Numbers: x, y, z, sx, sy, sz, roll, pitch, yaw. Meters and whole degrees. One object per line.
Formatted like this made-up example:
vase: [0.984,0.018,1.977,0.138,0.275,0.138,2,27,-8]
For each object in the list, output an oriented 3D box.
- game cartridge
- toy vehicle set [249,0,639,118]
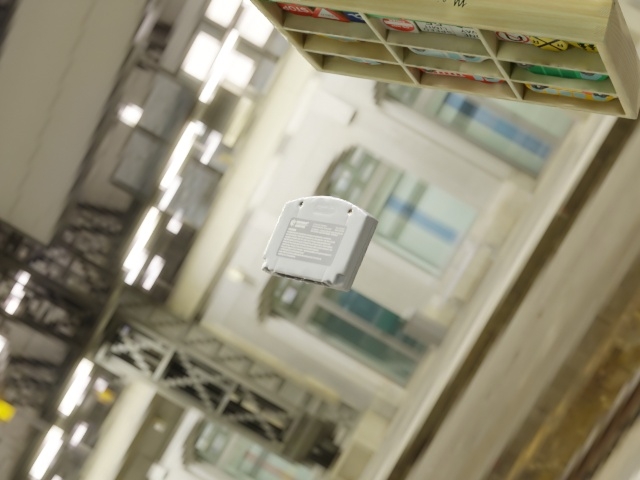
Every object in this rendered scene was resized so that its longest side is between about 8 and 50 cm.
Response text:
game cartridge: [0.000,0.000,0.903,0.083,0.017,0.056,11,78,51]
toy vehicle set: [0.094,-0.149,1.061,0.166,0.267,0.035,35,-111,-65]
